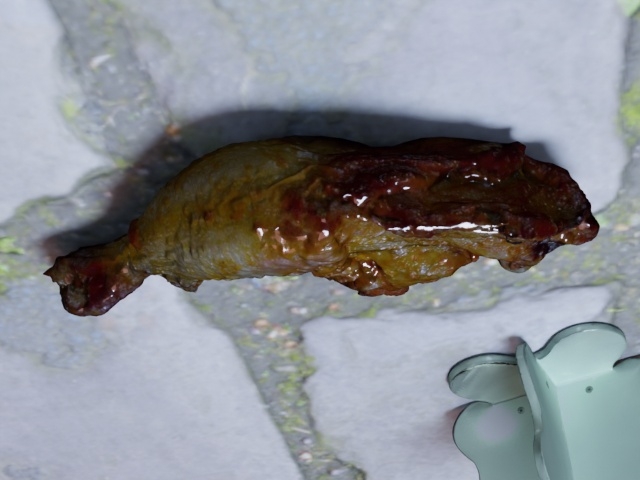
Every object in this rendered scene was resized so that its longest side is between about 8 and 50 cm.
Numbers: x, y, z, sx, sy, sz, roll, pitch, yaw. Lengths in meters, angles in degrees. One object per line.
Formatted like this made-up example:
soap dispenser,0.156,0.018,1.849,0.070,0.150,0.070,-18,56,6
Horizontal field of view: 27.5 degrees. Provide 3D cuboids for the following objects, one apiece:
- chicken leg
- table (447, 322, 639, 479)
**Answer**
chicken leg,-0.001,-0.005,0.763,0.323,0.083,0.177,-1,158,-9
table,0.181,0.186,0.928,0.167,0.198,0.166,-3,144,-2
